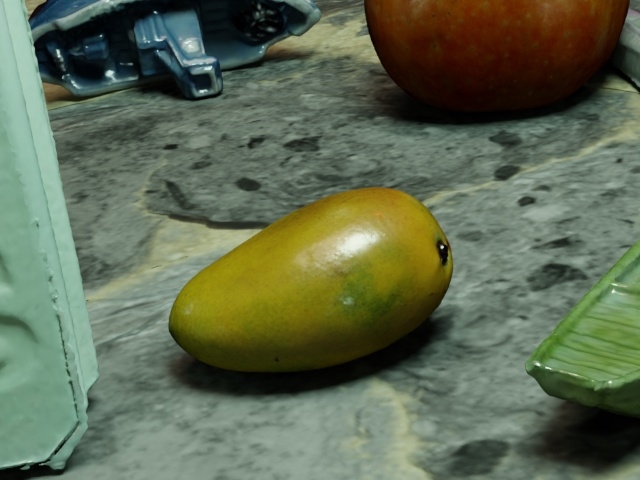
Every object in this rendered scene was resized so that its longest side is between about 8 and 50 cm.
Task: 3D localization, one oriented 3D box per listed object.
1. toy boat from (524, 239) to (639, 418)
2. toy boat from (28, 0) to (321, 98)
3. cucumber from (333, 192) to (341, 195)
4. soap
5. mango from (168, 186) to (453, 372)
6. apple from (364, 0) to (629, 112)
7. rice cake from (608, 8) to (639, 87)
[{"bbox_3d":[0.200,0.028,0.735,0.093,0.055,0.293,10,29,35],"label":"toy boat"},{"bbox_3d":[-0.152,-0.195,1.298,0.309,0.129,0.142,-11,52,-6],"label":"toy boat"},{"bbox_3d":[0.000,0.000,0.890,0.039,0.039,0.168,4,29,27],"label":"cucumber"},{"bbox_3d":[-0.209,-0.003,0.703,0.150,0.261,0.094,-9,14,2],"label":"soap"},{"bbox_3d":[-0.003,0.028,0.770,0.163,0.089,0.111,-28,17,-17],"label":"mango"},{"bbox_3d":[0.146,-0.221,1.125,0.230,0.230,0.230,-7,24,3],"label":"apple"},{"bbox_3d":[0.282,-0.154,1.123,0.049,0.055,0.270,-7,21,-8],"label":"rice cake"}]
